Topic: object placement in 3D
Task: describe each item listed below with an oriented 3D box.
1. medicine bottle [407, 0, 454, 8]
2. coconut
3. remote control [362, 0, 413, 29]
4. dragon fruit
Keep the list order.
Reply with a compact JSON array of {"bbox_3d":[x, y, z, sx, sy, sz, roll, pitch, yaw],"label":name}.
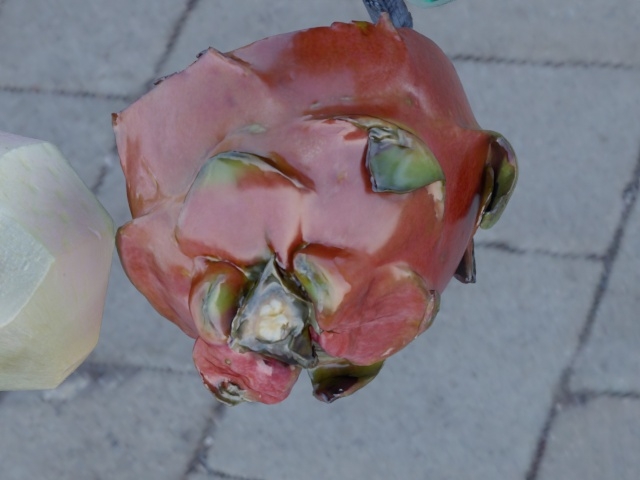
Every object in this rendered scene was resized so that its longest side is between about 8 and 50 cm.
[{"bbox_3d":[0.033,-0.251,1.093,0.121,0.229,0.083,-32,47,36],"label":"medicine bottle"},{"bbox_3d":[-0.279,0.024,1.393,0.236,0.237,0.197,14,35,32],"label":"coconut"},{"bbox_3d":[0.040,-0.214,1.296,0.027,0.152,0.043,-40,52,-4],"label":"remote control"},{"bbox_3d":[0.000,0.000,1.204,0.305,0.305,0.226,-23,63,7],"label":"dragon fruit"}]
